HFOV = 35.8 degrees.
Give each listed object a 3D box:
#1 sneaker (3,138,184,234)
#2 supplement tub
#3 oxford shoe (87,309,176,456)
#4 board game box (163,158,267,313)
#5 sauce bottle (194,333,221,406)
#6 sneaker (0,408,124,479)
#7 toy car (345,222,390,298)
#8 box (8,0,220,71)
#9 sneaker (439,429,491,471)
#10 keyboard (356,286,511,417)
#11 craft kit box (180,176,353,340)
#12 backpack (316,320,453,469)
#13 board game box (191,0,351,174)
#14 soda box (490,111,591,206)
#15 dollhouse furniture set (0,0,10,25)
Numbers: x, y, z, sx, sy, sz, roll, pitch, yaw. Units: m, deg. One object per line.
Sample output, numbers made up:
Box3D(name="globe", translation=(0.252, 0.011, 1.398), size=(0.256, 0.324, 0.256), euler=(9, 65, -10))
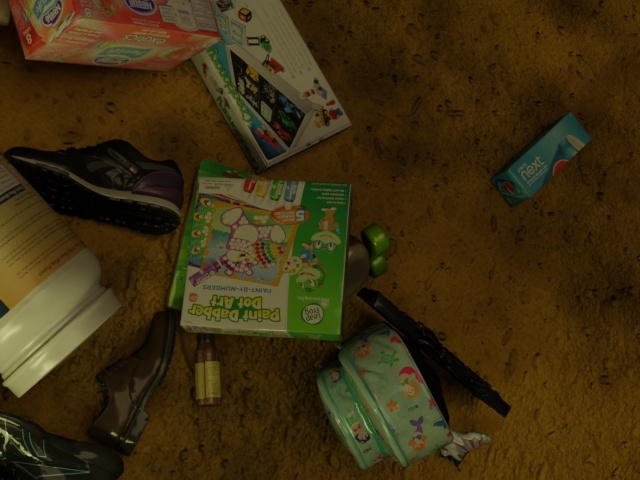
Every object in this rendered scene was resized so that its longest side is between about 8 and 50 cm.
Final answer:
Box3D(name="sneaker", translation=(-0.351, -0.105, 1.549), size=(0.283, 0.107, 0.124), euler=(18, 55, -22))
Box3D(name="supplement tub", translation=(-0.452, 0.038, 1.377), size=(0.316, 0.228, 0.228), euler=(48, 63, -5))
Box3D(name="oxford shoe", translation=(-0.283, 0.199, 1.492), size=(0.096, 0.083, 0.227), euler=(26, 66, -11))
Box3D(name="board game box", translation=(-0.167, 0.003, 1.622), size=(0.124, 0.039, 0.260), euler=(18, 72, -19))
Box3D(name="sauce bottle", translation=(-0.177, 0.196, 1.560), size=(0.042, 0.042, 0.128), euler=(4, 75, -23))
Box3D(name="sneaker", translation=(-0.409, 0.312, 1.388), size=(0.267, 0.101, 0.106), euler=(24, 61, -16))
Box3D(name="toy car", translation=(0.000, 0.000, 1.664), size=(0.155, 0.149, 0.188), euler=(-31, 65, -17))
Box3D(name="box", translation=(-0.316, -0.362, 1.531), size=(0.300, 0.142, 0.154), euler=(-9, 78, -54))
Box3D(name="sneaker", translation=(0.247, 0.364, 1.708), size=(0.098, 0.038, 0.069), euler=(7, 75, -12))
Box3D(name="keyboard", translation=(0.198, 0.186, 1.627), size=(0.317, 0.201, 0.033), euler=(40, 87, -18))
Box3D(name="craft kit box", translation=(-0.081, 0.027, 1.548), size=(0.249, 0.061, 0.247), euler=(2, 75, 6))
Box3D(name="backpack", translation=(0.102, 0.247, 1.555), size=(0.191, 0.253, 0.225), euler=(-27, 89, -8))
Box3D(name="board game box", translation=(-0.101, -0.289, 1.721), size=(0.193, 0.053, 0.305), euler=(-29, 89, -28))
Box3D(name="soda box", translation=(0.426, -0.157, 1.911), size=(0.210, 0.067, 0.071), euler=(-40, 94, -27))
Box3D(name="dollhouse furniture set", translation=(-0.636, -0.413, 1.404), size=(0.394, 0.256, 0.362), euler=(7, 73, -22))
